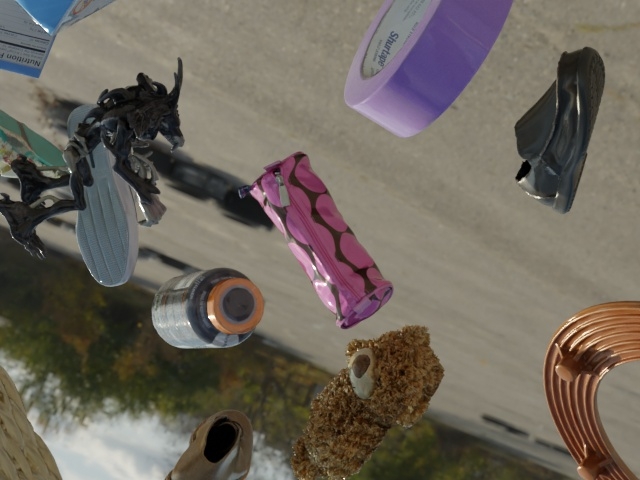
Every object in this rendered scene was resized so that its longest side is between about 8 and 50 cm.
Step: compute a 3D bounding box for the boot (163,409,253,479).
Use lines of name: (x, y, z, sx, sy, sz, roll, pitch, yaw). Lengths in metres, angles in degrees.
boot: (-0.149, 0.320, 1.529, 0.112, 0.115, 0.305, 33, -166, 2)

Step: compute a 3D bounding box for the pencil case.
pencil case: (0.000, 0.000, 1.131, 0.209, 0.095, 0.098, 55, 172, 9)

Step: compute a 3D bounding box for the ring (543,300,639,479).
ring: (0.337, 0.198, 0.870, 0.336, 0.032, 0.336, 34, 147, 26)

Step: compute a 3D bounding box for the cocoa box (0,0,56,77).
cocoa box: (-0.534, -0.454, 1.511, 0.231, 0.228, 0.347, 10, -145, -35)

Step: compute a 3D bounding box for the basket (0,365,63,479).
basket: (-0.367, 0.176, 0.664, 0.331, 0.266, 0.328, 56, 179, 13)

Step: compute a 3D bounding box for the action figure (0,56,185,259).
action figure: (-0.245, -0.097, 1.163, 0.141, 0.276, 0.164, 47, -161, -33)

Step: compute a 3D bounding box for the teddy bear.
teddy bear: (0.045, 0.238, 1.429, 0.113, 0.245, 0.338, 38, 157, -5)

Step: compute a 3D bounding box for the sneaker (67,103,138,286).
sneaker: (-0.291, -0.065, 1.384, 0.094, 0.258, 0.091, -6, 180, 23)

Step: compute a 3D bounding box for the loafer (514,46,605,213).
loafer: (0.235, -0.107, 0.993, 0.078, 0.080, 0.220, 15, 145, 15)

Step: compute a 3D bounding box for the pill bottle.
pill bottle: (-0.181, 0.113, 1.603, 0.130, 0.130, 0.246, 25, 164, -23)

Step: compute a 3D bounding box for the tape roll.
tape roll: (0.143, -0.279, 1.316, 0.090, 0.275, 0.275, 29, 170, -17)

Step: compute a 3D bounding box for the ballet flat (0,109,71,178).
ballet flat: (-0.447, -0.133, 1.385, 0.091, 0.077, 0.241, 61, -172, 28)

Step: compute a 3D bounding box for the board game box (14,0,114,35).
board game box: (-0.231, -0.442, 1.278, 0.086, 0.302, 0.308, 45, 128, -5)
